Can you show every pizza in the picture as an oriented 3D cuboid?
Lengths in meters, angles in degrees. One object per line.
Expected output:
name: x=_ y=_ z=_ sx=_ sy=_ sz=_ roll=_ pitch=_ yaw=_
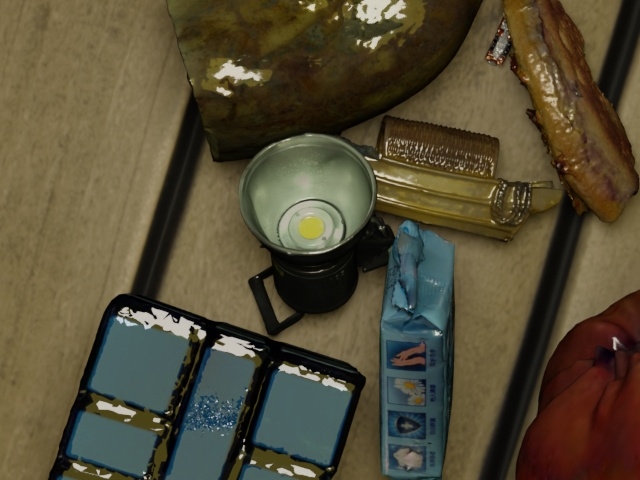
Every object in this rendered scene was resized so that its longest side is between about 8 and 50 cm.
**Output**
pizza: x=0.274 y=-0.161 z=1.792 sx=0.086 sy=0.161 sz=0.305 roll=-25 pitch=87 yaw=26

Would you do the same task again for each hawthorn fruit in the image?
hawthorn fruit: x=0.455 y=0.236 z=1.632 sx=0.472 sy=0.472 sz=0.471 roll=0 pitch=87 yaw=-2

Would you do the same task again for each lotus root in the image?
lotus root: x=0.005 y=-0.236 z=1.726 sx=0.346 sy=0.250 sz=0.250 roll=-24 pitch=89 yaw=-2

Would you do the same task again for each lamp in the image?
lamp: x=0.000 y=0.000 z=1.723 sx=0.172 sy=0.227 sz=0.147 roll=-21 pitch=63 yaw=-7

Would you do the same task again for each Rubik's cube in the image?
Rubik's cube: x=-0.128 y=0.227 z=1.681 sx=0.283 sy=0.293 sz=0.288 roll=18 pitch=85 yaw=-4

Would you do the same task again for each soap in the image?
soap: x=0.105 y=0.127 z=1.703 sx=0.077 sy=0.156 sz=0.293 roll=3 pitch=128 yaw=7

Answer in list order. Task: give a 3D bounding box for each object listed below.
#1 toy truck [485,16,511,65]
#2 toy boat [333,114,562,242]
toy truck: x=0.219 y=-0.246 z=1.842 sx=0.024 sy=0.032 sz=0.083 roll=23 pitch=89 yaw=2
toy boat: x=0.121 y=-0.079 z=1.799 sx=0.310 sy=0.089 sz=0.115 roll=14 pitch=98 yaw=-2
